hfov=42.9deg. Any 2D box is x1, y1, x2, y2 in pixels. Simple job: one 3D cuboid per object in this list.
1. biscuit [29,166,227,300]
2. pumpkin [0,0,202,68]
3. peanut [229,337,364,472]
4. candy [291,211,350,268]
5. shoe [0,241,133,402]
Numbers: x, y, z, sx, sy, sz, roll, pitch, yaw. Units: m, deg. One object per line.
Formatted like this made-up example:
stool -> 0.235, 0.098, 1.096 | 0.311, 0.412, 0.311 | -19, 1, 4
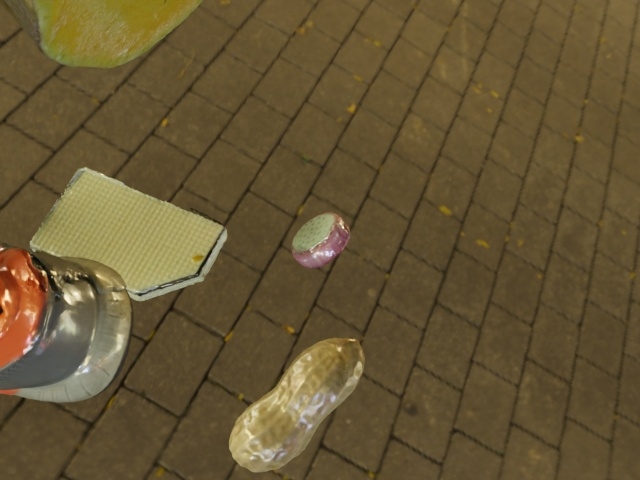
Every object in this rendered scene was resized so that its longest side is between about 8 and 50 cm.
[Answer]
biscuit -> -0.273, 0.000, 1.176 | 0.252, 0.052, 0.150 | 21, 71, 13
pumpkin -> -0.152, -0.302, 0.566 | 0.199, 0.332, 0.332 | 37, 47, -3
peanut -> -0.035, 0.288, 1.447 | 0.120, 0.136, 0.298 | 43, 88, 17
candy -> 0.000, 0.000, 1.331 | 0.043, 0.103, 0.103 | 51, 40, -29
shoe -> -0.314, 0.036, 0.579 | 0.337, 0.171, 0.132 | 9, 78, 19
